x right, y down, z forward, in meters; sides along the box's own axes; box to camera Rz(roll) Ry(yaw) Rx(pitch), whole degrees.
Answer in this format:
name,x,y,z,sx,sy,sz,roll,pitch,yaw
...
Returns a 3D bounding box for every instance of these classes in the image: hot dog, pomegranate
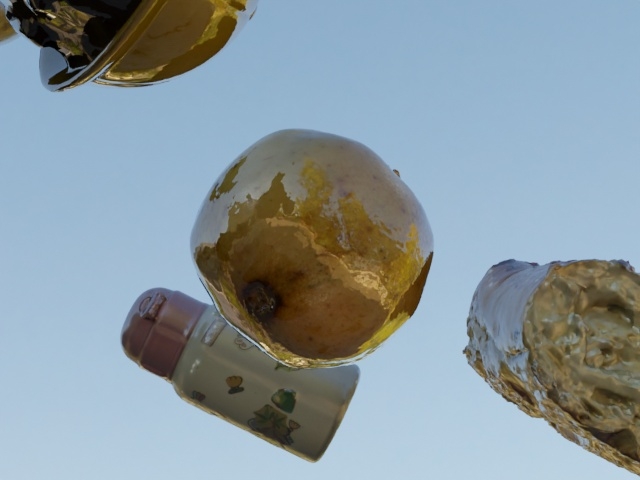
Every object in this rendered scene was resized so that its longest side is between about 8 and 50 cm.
name,x,y,z,sx,sy,sz,roll,pitch,yaw
hot dog,0.337,0.153,1.312,0.367,0.196,0.365,34,-9,-7
pomegranate,0.000,0.000,0.874,0.196,0.196,0.196,2,-29,1

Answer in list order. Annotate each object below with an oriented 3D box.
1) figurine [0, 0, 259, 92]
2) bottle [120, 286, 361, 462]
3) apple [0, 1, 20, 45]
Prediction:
name,x,y,z,sx,sy,sz,roll,pitch,yaw
figurine,-0.149,-0.163,0.633,0.256,0.167,0.192,-7,22,-29
bottle,-0.091,0.134,1.240,0.253,0.120,0.120,26,-30,1
apple,-0.371,-0.295,1.146,0.233,0.234,0.234,2,-29,1
